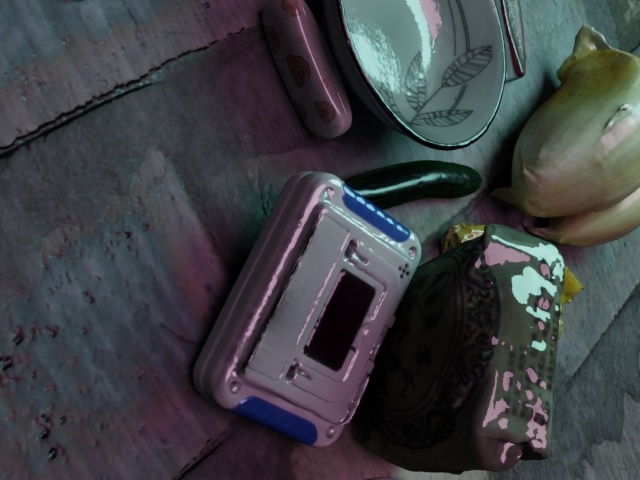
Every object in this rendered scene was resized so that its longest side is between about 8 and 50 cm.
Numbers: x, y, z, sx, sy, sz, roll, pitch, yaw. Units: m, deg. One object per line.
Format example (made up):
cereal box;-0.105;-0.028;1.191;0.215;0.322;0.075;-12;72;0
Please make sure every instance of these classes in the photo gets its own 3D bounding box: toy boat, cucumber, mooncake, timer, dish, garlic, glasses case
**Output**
toy boat;0.255;-0.342;1.188;0.080;0.046;0.229;-14;96;-39
cucumber;0.111;-0.069;1.016;0.284;0.056;0.056;-10;91;-45
mooncake;0.142;0.123;0.892;0.136;0.250;0.255;21;66;-17
timer;-0.002;0.073;0.844;0.178;0.078;0.253;32;77;-34
dish;0.091;-0.252;0.982;0.316;0.106;0.317;11;74;-43
garlic;0.398;-0.131;1.201;0.249;0.286;0.313;19;57;8
glasses case;-0.015;-0.189;0.908;0.041;0.063;0.164;-35;108;-36

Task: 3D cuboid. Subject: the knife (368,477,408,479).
knife;0.003;0.325;0.880;0.331;0.044;0.080;-28;96;-47

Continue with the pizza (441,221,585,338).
pizza;0.267;0.129;1.113;0.279;0.075;0.288;11;77;-40
